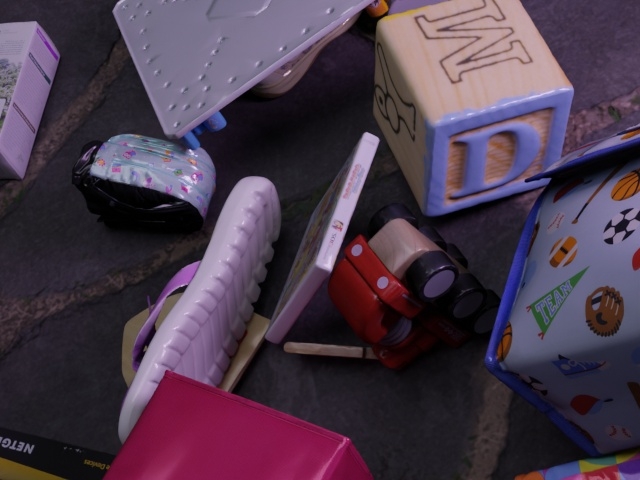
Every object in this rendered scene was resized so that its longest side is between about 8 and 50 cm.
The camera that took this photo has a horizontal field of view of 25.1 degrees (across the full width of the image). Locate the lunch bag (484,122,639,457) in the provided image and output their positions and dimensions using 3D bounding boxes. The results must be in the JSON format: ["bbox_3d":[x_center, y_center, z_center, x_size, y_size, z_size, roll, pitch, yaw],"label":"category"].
[{"bbox_3d":[0.383,-0.006,1.542,0.328,0.239,0.385,-21,36,46],"label":"lunch bag"}]

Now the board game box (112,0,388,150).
[{"bbox_3d":[-0.093,-0.342,2.058,0.390,0.050,0.390,-35,40,6],"label":"board game box"}]

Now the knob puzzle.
[{"bbox_3d":[-0.180,0.149,1.904,0.213,0.030,0.213,-9,58,15],"label":"knob puzzle"}]

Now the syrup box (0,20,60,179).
[{"bbox_3d":[-0.484,-0.216,2.205,0.093,0.096,0.237,0,59,18],"label":"syrup box"}]

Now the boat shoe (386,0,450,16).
[{"bbox_3d":[0.231,-0.396,2.050,0.301,0.108,0.102,-19,56,17],"label":"boat shoe"}]

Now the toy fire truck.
[{"bbox_3d":[0.064,0.088,1.751,0.246,0.217,0.158,-44,54,9],"label":"toy fire truck"}]

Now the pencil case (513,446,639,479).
[{"bbox_3d":[0.332,0.282,1.590,0.236,0.104,0.104,-15,56,13],"label":"pencil case"}]

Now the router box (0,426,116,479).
[{"bbox_3d":[-0.343,0.376,1.793,0.309,0.081,0.243,8,63,25],"label":"router box"}]

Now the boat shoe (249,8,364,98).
[{"bbox_3d":[-0.018,-0.337,2.109,0.104,0.089,0.285,23,70,31],"label":"boat shoe"}]

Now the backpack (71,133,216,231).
[{"bbox_3d":[-0.238,-0.079,2.002,0.182,0.152,0.115,10,72,12],"label":"backpack"}]

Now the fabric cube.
[{"bbox_3d":[-0.095,0.343,1.614,0.254,0.259,0.258,16,64,29],"label":"fabric cube"}]

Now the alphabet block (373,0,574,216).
[{"bbox_3d":[0.189,-0.177,1.848,0.193,0.192,0.197,-15,54,-12],"label":"alphabet block"}]

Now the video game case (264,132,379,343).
[{"bbox_3d":[0.000,0.000,1.813,0.026,0.227,0.206,25,58,-6],"label":"video game case"}]

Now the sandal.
[{"bbox_3d":[-0.166,0.093,1.821,0.102,0.169,0.416,12,52,23],"label":"sandal"}]
